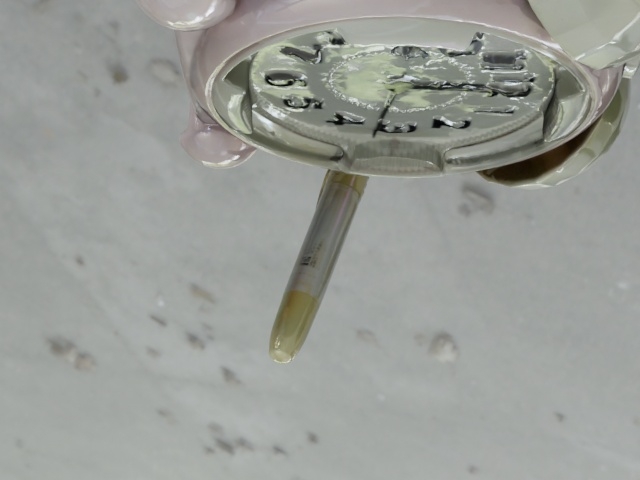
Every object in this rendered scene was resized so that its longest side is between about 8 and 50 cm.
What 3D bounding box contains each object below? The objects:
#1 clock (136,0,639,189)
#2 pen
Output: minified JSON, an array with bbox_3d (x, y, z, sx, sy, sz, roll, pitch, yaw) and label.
[{"bbox_3d":[0.064,-0.150,0.870,0.325,0.184,0.342,7,167,4],"label":"clock"},{"bbox_3d":[0.000,0.000,1.005,0.032,0.233,0.040,42,138,-24],"label":"pen"}]
